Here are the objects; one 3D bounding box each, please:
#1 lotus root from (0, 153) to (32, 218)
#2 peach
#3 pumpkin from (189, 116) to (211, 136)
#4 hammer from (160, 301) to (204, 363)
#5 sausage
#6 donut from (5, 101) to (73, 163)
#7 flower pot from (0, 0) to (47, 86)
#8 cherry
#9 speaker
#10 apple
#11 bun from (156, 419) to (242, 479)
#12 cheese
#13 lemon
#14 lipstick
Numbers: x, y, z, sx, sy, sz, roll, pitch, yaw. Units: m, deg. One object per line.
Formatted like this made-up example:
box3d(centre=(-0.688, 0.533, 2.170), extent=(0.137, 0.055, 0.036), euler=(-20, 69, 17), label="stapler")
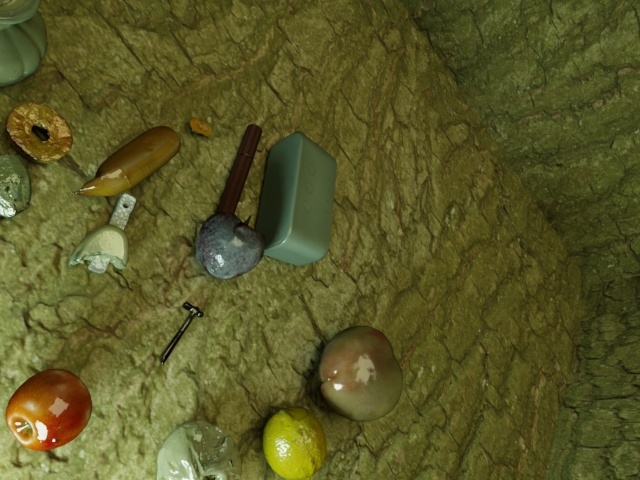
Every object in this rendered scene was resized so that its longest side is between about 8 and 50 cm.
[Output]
box3d(centre=(-0.726, -0.126, 1.161), extent=(0.143, 0.070, 0.144), euler=(-38, 100, -41), label="lotus root")
box3d(centre=(0.121, 0.409, 1.564), extent=(0.292, 0.248, 0.292), euler=(22, 65, -58), label="peach")
box3d(centre=(-0.374, -0.342, 1.557), extent=(0.083, 0.028, 0.050), euler=(19, 62, -44), label="pumpkin")
box3d(centre=(-0.380, 0.248, 1.358), extent=(0.065, 0.021, 0.178), euler=(42, 55, -21), label="hammer")
box3d(centre=(-0.506, -0.196, 1.341), extent=(0.112, 0.112, 0.328), euler=(52, 50, -14), label="sausage")
box3d(centre=(-0.690, -0.259, 1.245), extent=(0.152, 0.058, 0.151), euler=(14, 68, -37), label="donut")
box3d(centre=(-0.770, -0.527, 1.148), extent=(0.308, 0.244, 0.307), euler=(15, 65, -37), label="flower pot")
box3d(centre=(-0.260, 0.017, 1.435), extent=(0.195, 0.195, 0.195), euler=(14, 66, -36), label="cherry")
box3d(centre=(-0.072, -0.127, 1.638), extent=(0.184, 0.183, 0.405), euler=(26, 59, -37), label="speaker")
box3d(centre=(-0.570, 0.358, 1.069), extent=(0.139, 0.163, 0.163), euler=(-31, 96, -53), label="apple")
box3d(centre=(-0.291, 0.565, 1.256), extent=(0.210, 0.116, 0.237), euler=(-8, 81, -42), label="bun")
box3d(centre=(-0.533, -0.020, 1.299), extent=(0.127, 0.050, 0.234), euler=(27, 58, -27), label="cheese")
box3d(centre=(-0.069, 0.559, 1.406), extent=(0.193, 0.180, 0.180), euler=(42, 50, 6), label="lemon")
box3d(centre=(-0.253, -0.215, 1.595), extent=(0.057, 0.057, 0.356), euler=(30, 59, -29), label="lipstick")
